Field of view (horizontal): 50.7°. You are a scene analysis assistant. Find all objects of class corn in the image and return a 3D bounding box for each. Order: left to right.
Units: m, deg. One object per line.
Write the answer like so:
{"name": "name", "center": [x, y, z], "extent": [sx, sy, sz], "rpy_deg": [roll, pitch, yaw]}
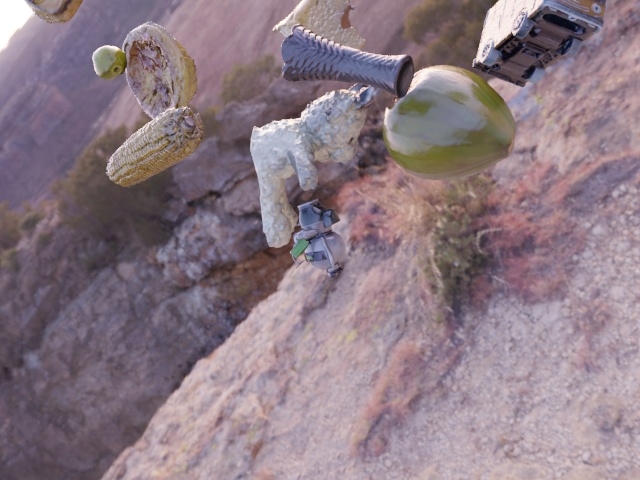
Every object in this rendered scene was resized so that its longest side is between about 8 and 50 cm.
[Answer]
{"name": "corn", "center": [-0.360, -0.200, 1.466], "extent": [0.318, 0.115, 0.115], "rpy_deg": [-18, 42, 44]}

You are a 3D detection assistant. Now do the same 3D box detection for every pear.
{"name": "pear", "center": [-0.562, -0.479, 1.804], "extent": [0.092, 0.092, 0.097], "rpy_deg": [-45, 66, 17]}

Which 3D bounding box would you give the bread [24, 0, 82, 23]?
{"name": "bread", "center": [-0.346, -0.341, 0.900], "extent": [0.053, 0.072, 0.105], "rpy_deg": [127, 168, -82]}

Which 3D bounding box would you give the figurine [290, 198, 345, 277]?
{"name": "figurine", "center": [0.000, 0.000, 1.589], "extent": [0.126, 0.192, 0.147], "rpy_deg": [-21, 6, 15]}

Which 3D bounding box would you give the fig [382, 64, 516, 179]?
{"name": "fig", "center": [0.266, -0.226, 1.368], "extent": [0.271, 0.239, 0.239], "rpy_deg": [29, 82, 36]}

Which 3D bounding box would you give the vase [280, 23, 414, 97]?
{"name": "vase", "center": [0.052, -0.327, 1.254], "extent": [0.238, 0.115, 0.115], "rpy_deg": [19, 70, 27]}

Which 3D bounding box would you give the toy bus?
{"name": "toy bus", "center": [0.428, -0.431, 1.320], "extent": [0.275, 0.139, 0.167], "rpy_deg": [147, 140, -74]}

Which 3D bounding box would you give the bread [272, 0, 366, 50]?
{"name": "bread", "center": [-0.022, -0.468, 1.617], "extent": [0.224, 0.184, 0.211], "rpy_deg": [-28, 24, 54]}

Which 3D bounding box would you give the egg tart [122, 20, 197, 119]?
{"name": "egg tart", "center": [-0.437, -0.470, 1.889], "extent": [0.115, 0.290, 0.290], "rpy_deg": [-30, 8, -39]}

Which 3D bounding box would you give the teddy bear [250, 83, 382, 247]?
{"name": "teddy bear", "center": [0.014, -0.200, 1.708], "extent": [0.362, 0.375, 0.327], "rpy_deg": [-10, 13, 7]}
